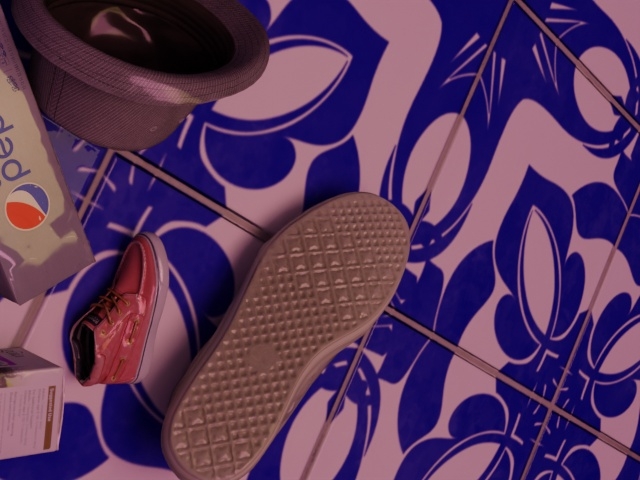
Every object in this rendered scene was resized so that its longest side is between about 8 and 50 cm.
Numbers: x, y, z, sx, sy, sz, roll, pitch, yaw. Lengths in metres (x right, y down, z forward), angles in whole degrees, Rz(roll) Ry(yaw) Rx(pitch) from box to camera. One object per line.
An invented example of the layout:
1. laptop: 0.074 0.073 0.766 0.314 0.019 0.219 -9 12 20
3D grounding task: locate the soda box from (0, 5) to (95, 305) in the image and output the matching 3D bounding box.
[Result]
1. soda box: -0.324 -0.086 1.087 0.098 0.091 0.286 -33 121 -32

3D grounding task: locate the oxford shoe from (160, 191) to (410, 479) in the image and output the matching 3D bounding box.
1. oxford shoe: -0.047 0.114 1.376 0.169 0.130 0.449 37 65 0

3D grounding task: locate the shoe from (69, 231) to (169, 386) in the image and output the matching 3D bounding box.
1. shoe: -0.224 0.078 1.239 0.081 0.063 0.178 -1 105 -48

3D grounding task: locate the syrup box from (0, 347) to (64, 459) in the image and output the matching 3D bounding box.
1. syrup box: -0.380 0.166 1.098 0.237 0.093 0.096 -2 101 -43

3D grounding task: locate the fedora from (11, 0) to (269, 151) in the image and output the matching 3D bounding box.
1. fedora: -0.193 -0.179 1.133 0.124 0.244 0.275 -62 171 32
